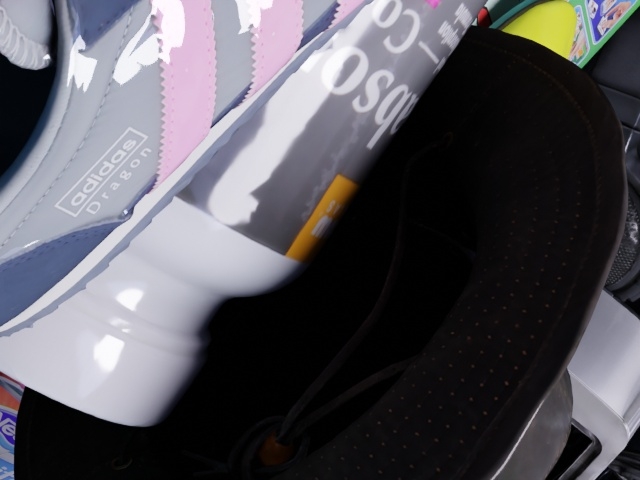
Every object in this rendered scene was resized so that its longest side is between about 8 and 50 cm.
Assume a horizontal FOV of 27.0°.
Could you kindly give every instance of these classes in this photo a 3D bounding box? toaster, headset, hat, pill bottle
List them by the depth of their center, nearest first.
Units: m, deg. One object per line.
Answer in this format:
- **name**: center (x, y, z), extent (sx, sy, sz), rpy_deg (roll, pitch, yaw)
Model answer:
- **pill bottle**: center (-0.039, -0.079, 0.510), extent (0.278, 0.162, 0.162), rpy_deg (-57, 151, 5)
- **hat**: center (0.020, 0.054, 0.585), extent (0.331, 0.331, 0.134), rpy_deg (-50, 121, -1)
- **toaster**: center (0.144, 0.096, 0.940), extent (0.110, 0.168, 0.185), rpy_deg (-42, 168, -48)
- **headset**: center (0.261, -0.009, 1.010), extent (0.243, 0.185, 0.394), rpy_deg (1, 112, -55)

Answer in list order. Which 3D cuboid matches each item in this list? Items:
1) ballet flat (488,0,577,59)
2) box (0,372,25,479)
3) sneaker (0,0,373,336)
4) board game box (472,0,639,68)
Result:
- **ballet flat**: center (0.073, -0.036, 0.765), extent (0.231, 0.077, 0.077), rpy_deg (-42, 150, 20)
- **box**: center (-0.212, 0.230, 0.666), extent (0.154, 0.142, 0.300), rpy_deg (-11, 133, -50)
- **sneaker**: center (-0.045, -0.092, 0.358), extent (0.319, 0.112, 0.131), rpy_deg (-52, 169, 8)
- **board game box**: center (0.136, -0.212, 0.738), extent (0.213, 0.046, 0.317), rpy_deg (-46, 151, -5)
